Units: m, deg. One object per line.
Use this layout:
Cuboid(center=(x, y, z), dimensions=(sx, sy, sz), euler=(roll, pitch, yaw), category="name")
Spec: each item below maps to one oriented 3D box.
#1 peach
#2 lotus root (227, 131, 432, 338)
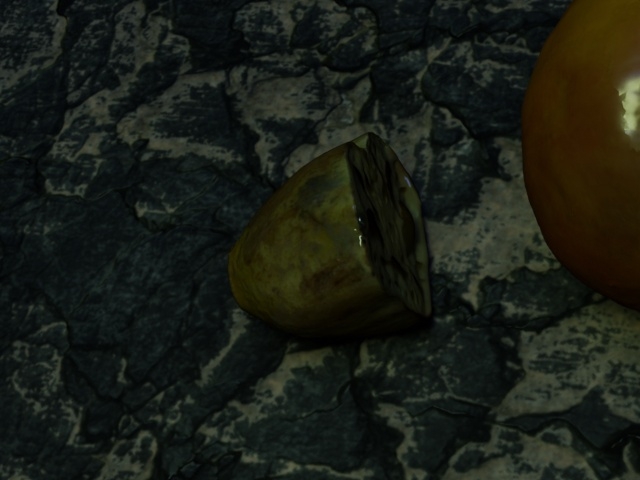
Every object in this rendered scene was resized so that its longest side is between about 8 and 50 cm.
Cuboid(center=(0.337, -0.098, 1.294), dimensions=(0.302, 0.343, 0.342), euler=(-11, 55, 36), category="peach")
Cuboid(center=(0.000, 0.000, 1.412), dimensions=(0.180, 0.188, 0.199), euler=(-16, 58, 23), category="lotus root")
